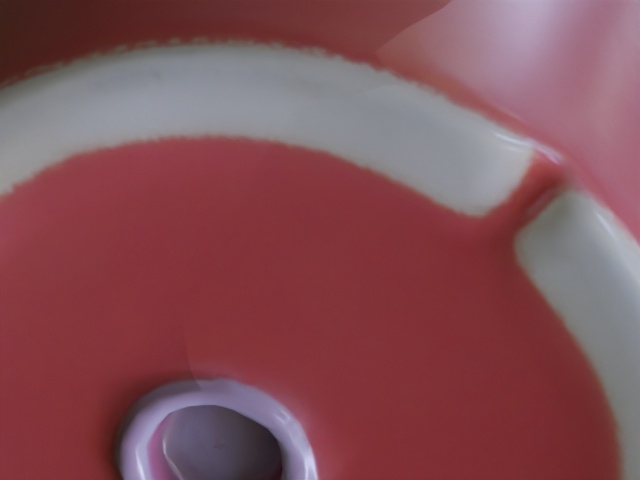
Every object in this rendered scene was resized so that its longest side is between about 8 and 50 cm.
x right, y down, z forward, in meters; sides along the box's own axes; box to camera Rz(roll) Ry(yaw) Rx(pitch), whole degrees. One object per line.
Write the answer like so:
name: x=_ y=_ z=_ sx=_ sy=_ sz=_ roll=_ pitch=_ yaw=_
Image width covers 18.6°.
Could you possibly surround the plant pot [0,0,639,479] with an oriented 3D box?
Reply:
plant pot: x=0.000 y=0.000 z=0.501 sx=0.243 sy=0.275 sz=0.275 roll=-70 pitch=166 yaw=-63
